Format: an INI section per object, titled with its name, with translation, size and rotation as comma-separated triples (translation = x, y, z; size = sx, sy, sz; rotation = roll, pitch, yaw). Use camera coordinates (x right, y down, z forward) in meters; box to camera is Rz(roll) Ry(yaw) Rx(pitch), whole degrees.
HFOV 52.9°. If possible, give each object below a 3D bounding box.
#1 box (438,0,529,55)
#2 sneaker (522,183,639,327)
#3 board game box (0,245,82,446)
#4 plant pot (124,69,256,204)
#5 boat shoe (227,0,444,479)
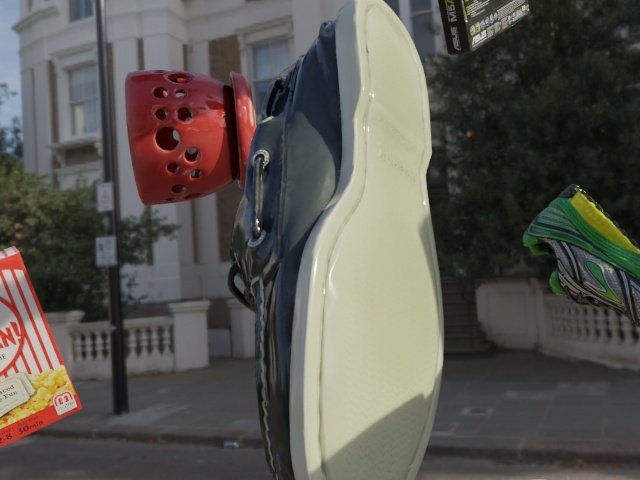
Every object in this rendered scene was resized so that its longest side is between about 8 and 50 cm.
[box]
translation = 0.225, -0.381, 0.906
size = 0.045, 0.184, 0.190
rotation = 5, 34, 44
[sneaker]
translation = 0.467, 0.073, 1.031
size = 0.146, 0.344, 0.134
rotation = -42, -38, 12
[board game box]
translation = -0.360, 0.122, 0.678
size = 0.146, 0.194, 0.045
rotation = -24, 19, -27
[plant pot]
translation = -0.182, -0.150, 0.931
size = 0.174, 0.191, 0.191
rotation = -4, -3, -10
[boat shoe]
translation = -0.003, -0.002, 0.398
size = 0.113, 0.340, 0.127
rotation = -18, -32, 35
